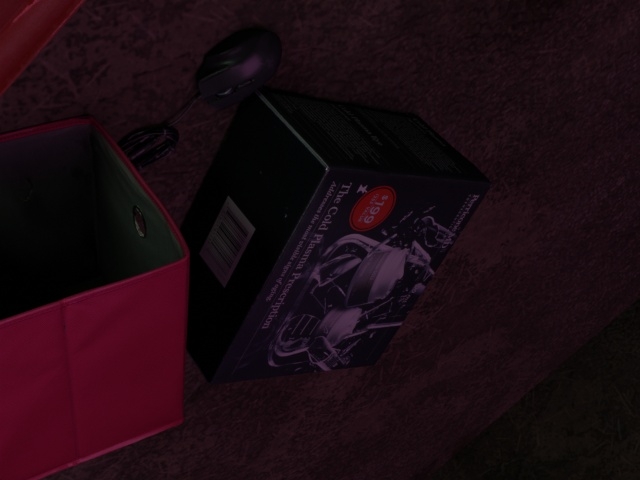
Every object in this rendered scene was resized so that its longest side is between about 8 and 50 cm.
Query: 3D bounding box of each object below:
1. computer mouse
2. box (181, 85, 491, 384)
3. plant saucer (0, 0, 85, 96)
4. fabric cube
[{"bbox_3d":[-0.138,-0.152,1.024,0.242,0.041,0.071,-41,146,2],"label":"computer mouse"},{"bbox_3d":[0.000,0.000,1.197,0.313,0.179,0.343,0,129,-44],"label":"box"},{"bbox_3d":[-0.321,-0.163,0.731,0.259,0.047,0.258,-43,178,13],"label":"plant saucer"},{"bbox_3d":[-0.299,0.067,0.926,0.259,0.254,0.258,-19,138,-27],"label":"fabric cube"}]
